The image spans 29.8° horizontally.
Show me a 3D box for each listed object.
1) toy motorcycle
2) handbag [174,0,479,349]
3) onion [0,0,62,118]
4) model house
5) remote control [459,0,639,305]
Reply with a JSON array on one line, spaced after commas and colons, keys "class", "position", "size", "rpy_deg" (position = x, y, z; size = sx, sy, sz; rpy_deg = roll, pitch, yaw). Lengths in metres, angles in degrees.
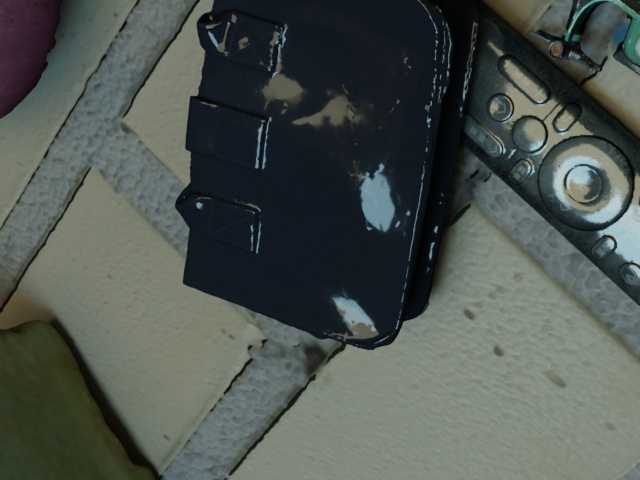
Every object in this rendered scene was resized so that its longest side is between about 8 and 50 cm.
[{"class": "toy motorcycle", "position": [0.250, -0.164, 0.968], "size": [0.173, 0.058, 0.100], "rpy_deg": [39, 123, 12]}, {"class": "handbag", "position": [-0.013, -0.089, 1.061], "size": [0.269, 0.118, 0.325], "rpy_deg": [18, 113, 20]}, {"class": "onion", "position": [-0.435, -0.277, 1.174], "size": [0.358, 0.345, 0.358], "rpy_deg": [-25, 57, 46]}, {"class": "model house", "position": [-0.388, 0.329, 1.284], "size": [0.343, 0.334, 0.382], "rpy_deg": [-36, 75, 28]}, {"class": "remote control", "position": [0.170, -0.108, 1.033], "size": [0.377, 0.044, 0.107], "rpy_deg": [45, 122, 12]}]
